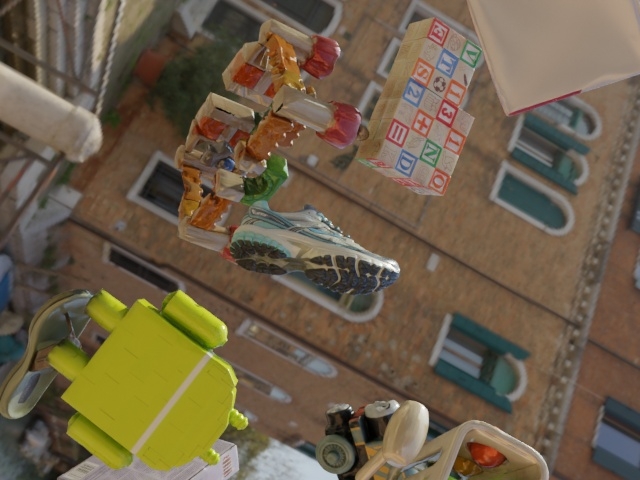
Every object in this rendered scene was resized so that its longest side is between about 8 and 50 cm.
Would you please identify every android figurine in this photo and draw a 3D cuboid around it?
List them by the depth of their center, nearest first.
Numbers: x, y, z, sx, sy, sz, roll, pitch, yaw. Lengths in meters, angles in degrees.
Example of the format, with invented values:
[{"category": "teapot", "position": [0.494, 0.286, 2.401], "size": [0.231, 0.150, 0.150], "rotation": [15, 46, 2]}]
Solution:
[{"category": "android figurine", "position": [-0.227, 0.195, 1.017], "size": [0.248, 0.273, 0.056], "rotation": [-54, -179, -3]}]

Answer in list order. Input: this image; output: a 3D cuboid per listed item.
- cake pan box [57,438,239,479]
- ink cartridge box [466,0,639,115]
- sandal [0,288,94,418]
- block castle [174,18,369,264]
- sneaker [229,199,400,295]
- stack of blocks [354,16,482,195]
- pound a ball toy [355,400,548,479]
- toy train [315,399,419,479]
[{"category": "cake pan box", "position": [-0.334, 0.455, 1.457], "size": [0.267, 0.246, 0.070], "rotation": [-27, 115, -53]}, {"category": "ink cartridge box", "position": [0.207, -0.218, 0.682], "size": [0.128, 0.127, 0.176], "rotation": [-18, -154, 19]}, {"category": "sandal", "position": [-0.498, 0.220, 1.408], "size": [0.120, 0.086, 0.302], "rotation": [8, 115, -60]}, {"category": "block castle", "position": [-0.110, -0.191, 1.538], "size": [0.453, 0.213, 0.303], "rotation": [-47, -141, 35]}, {"category": "sneaker", "position": [0.000, 0.000, 1.243], "size": [0.110, 0.283, 0.122], "rotation": [112, -8, -56]}, {"category": "stack of blocks", "position": [0.207, -0.256, 1.463], "size": [0.087, 0.171, 0.297], "rotation": [12, -101, 62]}, {"category": "pound a ball toy", "position": [0.154, 0.298, 0.991], "size": [0.135, 0.208, 0.319], "rotation": [-60, 178, -29]}, {"category": "toy train", "position": [0.117, 0.462, 1.415], "size": [0.190, 0.333, 0.142], "rotation": [-16, 180, 18]}]
